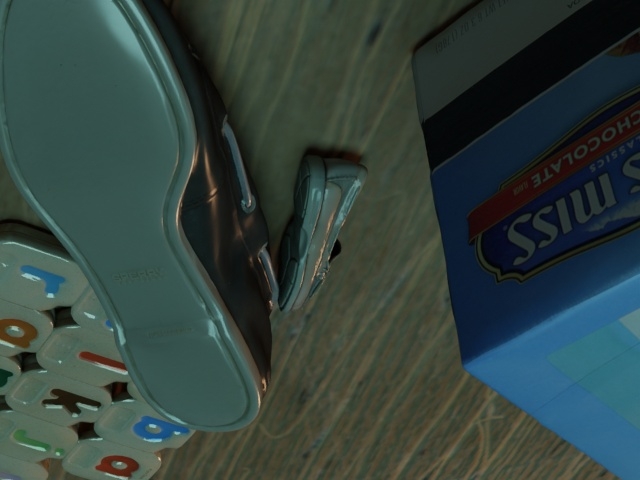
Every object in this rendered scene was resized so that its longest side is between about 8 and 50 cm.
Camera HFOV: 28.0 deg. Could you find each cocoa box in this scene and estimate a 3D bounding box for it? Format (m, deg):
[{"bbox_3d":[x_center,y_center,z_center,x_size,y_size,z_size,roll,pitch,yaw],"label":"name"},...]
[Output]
[{"bbox_3d":[0.248,0.005,0.677,0.231,0.228,0.347,-33,130,28],"label":"cocoa box"}]

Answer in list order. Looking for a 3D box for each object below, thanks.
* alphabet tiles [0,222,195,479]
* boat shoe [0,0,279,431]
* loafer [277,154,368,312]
[{"bbox_3d":[-0.216,0.095,0.903,0.278,0.021,0.284,22,132,-24],"label":"alphabet tiles"},{"bbox_3d":[-0.096,-0.032,0.728,0.112,0.095,0.335,-3,130,14],"label":"boat shoe"},{"bbox_3d":[0.000,0.000,0.797,0.039,0.045,0.125,0,135,-14],"label":"loafer"}]
